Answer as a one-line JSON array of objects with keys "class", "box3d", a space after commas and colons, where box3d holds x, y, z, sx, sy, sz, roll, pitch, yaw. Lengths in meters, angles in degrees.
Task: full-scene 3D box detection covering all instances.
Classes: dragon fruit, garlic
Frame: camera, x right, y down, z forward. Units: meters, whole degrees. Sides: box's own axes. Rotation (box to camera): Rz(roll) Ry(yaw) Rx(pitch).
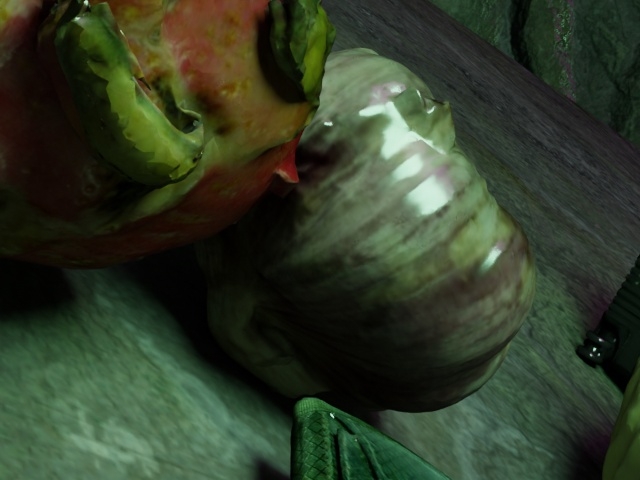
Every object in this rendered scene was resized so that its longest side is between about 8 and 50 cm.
[{"class": "dragon fruit", "box3d": [-0.135, -0.115, 0.585, 0.269, 0.250, 0.291, 0, -19, 37]}, {"class": "garlic", "box3d": [0.000, 0.000, 0.760, 0.245, 0.160, 0.245, 50, -17, 21]}]

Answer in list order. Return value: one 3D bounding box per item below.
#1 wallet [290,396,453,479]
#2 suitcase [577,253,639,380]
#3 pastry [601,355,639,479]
[{"class": "wallet", "box3d": [0.051, 0.179, 0.599, 0.160, 0.055, 0.236, 40, 18, -20]}, {"class": "suitcase", "box3d": [0.427, 0.074, 1.289, 0.335, 0.229, 0.152, 19, 15, -49]}, {"class": "pastry", "box3d": [0.383, 0.164, 0.887, 0.388, 0.312, 0.388, 35, 23, -18]}]
